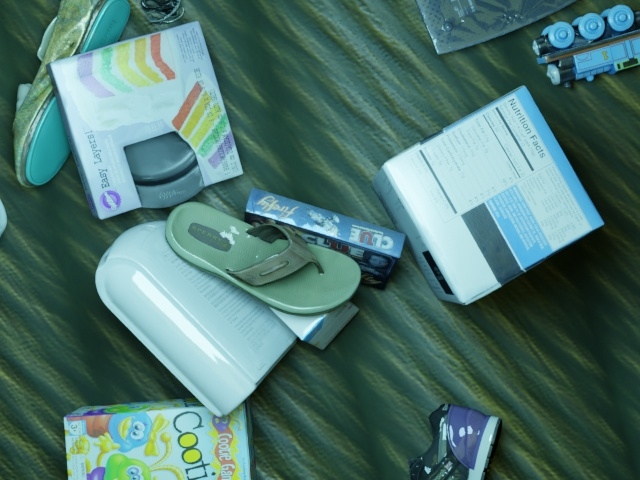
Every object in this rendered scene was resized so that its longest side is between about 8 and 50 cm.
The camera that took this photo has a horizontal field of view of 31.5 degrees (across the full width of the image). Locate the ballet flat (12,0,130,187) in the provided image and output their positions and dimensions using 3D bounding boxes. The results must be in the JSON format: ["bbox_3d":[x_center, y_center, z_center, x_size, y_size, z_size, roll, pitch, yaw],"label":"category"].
[{"bbox_3d":[-0.421,-0.256,1.818,0.123,0.123,0.348,25,90,1],"label":"ballet flat"}]

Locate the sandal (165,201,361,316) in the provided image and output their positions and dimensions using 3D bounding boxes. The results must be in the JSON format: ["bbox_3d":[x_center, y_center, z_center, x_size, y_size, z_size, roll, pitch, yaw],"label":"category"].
[{"bbox_3d":[-0.084,0.023,1.677,0.303,0.086,0.120,20,61,-6],"label":"sandal"}]

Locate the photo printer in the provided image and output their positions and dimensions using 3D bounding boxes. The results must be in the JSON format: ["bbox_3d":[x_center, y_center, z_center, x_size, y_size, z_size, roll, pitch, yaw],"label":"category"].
[{"bbox_3d":[-0.193,0.101,1.734,0.307,0.256,0.107,45,109,0],"label":"photo printer"}]

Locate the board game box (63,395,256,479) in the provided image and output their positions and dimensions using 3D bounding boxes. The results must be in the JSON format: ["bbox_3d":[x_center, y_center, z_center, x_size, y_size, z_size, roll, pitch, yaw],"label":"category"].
[{"bbox_3d":[-0.246,0.326,1.783,0.276,0.144,0.142,-4,89,0],"label":"board game box"}]

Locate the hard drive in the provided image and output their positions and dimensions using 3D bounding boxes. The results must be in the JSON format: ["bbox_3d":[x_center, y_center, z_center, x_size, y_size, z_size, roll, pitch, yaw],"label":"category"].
[{"bbox_3d":[0.276,-0.414,1.835,0.255,0.054,0.171,-22,89,0],"label":"hard drive"}]

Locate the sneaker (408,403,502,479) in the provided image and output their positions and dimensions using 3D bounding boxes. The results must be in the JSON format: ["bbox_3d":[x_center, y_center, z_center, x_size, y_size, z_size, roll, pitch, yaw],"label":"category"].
[{"bbox_3d":[0.193,0.401,1.814,0.124,0.107,0.283,16,85,15],"label":"sneaker"}]

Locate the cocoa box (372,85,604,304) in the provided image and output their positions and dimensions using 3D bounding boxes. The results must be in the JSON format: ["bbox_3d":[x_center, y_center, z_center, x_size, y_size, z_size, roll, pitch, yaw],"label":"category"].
[{"bbox_3d":[0.234,-0.057,1.683,0.228,0.347,0.231,-30,88,-1],"label":"cocoa box"}]

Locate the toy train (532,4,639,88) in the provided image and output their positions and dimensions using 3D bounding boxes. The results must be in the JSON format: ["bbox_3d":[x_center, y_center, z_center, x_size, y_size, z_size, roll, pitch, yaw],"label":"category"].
[{"bbox_3d":[0.436,-0.310,1.822,0.184,0.080,0.105,-16,95,0],"label":"toy train"}]

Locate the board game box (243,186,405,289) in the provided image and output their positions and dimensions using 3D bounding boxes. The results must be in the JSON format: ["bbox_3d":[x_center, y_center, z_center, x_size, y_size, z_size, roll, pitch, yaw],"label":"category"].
[{"bbox_3d":[0.000,0.000,1.774,0.243,0.165,0.042,17,69,1],"label":"board game box"}]

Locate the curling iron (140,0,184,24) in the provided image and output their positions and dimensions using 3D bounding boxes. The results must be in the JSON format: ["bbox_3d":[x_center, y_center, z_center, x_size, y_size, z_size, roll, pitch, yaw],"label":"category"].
[{"bbox_3d":[-0.339,-0.445,1.848,0.274,0.035,0.068,38,89,1],"label":"curling iron"}]

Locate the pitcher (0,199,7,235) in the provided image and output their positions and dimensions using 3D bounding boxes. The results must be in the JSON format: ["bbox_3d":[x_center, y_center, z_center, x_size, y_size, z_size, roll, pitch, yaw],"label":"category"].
[{"bbox_3d":[-0.618,-0.037,1.811,0.207,0.125,0.177,-24,74,11],"label":"pitcher"}]

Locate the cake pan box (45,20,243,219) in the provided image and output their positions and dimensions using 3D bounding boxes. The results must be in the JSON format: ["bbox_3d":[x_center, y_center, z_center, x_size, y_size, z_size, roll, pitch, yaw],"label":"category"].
[{"bbox_3d":[-0.271,-0.184,1.775,0.246,0.070,0.266,-18,103,-15],"label":"cake pan box"}]

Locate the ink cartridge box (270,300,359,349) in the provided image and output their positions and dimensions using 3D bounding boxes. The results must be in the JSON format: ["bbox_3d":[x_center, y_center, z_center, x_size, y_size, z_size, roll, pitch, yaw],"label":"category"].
[{"bbox_3d":[-0.010,0.105,1.793,0.090,0.143,0.092,43,90,18],"label":"ink cartridge box"}]
